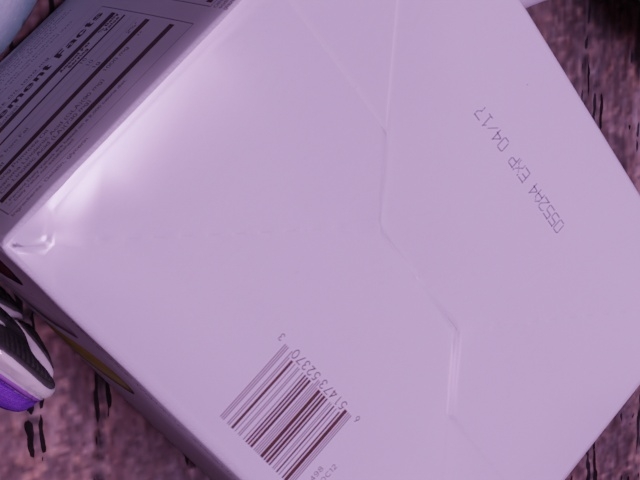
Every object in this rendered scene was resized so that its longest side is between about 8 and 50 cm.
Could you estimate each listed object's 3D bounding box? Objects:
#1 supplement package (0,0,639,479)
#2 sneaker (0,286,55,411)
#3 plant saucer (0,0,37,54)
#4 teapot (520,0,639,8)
[{"bbox_3d":[0.000,0.000,0.530,0.204,0.145,0.262,-48,122,-13],"label":"supplement package"},{"bbox_3d":[-0.185,0.032,0.487,0.170,0.068,0.071,24,106,-26],"label":"sneaker"},{"bbox_3d":[-0.179,-0.130,0.449,0.195,0.037,0.194,-9,107,-30],"label":"plant saucer"},{"bbox_3d":[0.235,-0.165,0.615,0.256,0.187,0.252,33,57,-17],"label":"teapot"}]
